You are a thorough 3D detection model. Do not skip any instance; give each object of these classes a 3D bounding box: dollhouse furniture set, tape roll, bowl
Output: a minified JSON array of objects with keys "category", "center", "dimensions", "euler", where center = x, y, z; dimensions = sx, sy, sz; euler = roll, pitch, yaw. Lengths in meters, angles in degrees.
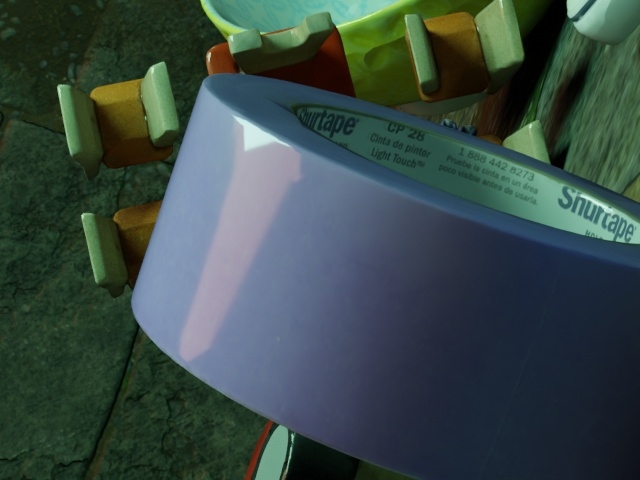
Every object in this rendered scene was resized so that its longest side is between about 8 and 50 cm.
[{"category":"dollhouse furniture set","center":[0.000,0.000,1.050],"dimensions":[0.135,0.262,0.259],"euler":[114,143,-82]},{"category":"tape roll","center":[0.038,0.013,0.594],"dimensions":[0.189,0.189,0.080],"euler":[-84,14,-78]},{"category":"bowl","center":[0.071,-0.184,1.294],"dimensions":[0.156,0.290,0.289],"euler":[59,-148,-34]}]

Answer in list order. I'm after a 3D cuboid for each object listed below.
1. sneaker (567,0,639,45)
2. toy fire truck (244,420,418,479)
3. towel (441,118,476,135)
[{"category":"sneaker","center":[0.158,-0.222,0.842],"dimensions":[0.094,0.091,0.258],"euler":[-79,9,-72]},{"category":"toy fire truck","center":[0.007,0.178,0.828],"dimensions":[0.246,0.159,0.217],"euler":[-163,91,-77]},{"category":"towel","center":[0.055,0.090,1.461],"dimensions":[0.243,0.040,0.336],"euler":[110,180,-50]}]
